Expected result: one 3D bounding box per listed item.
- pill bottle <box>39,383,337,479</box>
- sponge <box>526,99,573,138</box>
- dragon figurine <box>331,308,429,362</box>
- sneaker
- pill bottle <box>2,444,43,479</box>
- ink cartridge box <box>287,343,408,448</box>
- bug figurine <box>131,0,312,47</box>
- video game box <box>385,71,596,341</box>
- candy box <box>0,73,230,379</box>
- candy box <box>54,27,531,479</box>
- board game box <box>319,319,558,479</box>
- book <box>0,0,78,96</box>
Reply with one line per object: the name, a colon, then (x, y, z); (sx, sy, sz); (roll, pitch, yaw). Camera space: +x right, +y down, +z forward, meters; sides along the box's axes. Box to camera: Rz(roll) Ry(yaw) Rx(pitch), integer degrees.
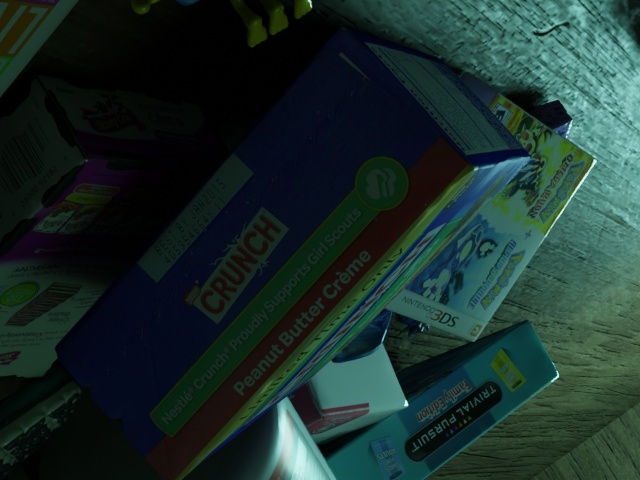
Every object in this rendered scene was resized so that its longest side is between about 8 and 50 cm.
pill bottle: (-0.075, 0.261, 1.182); (0.210, 0.210, 0.363); (-31, 135, -4)
sponge: (0.173, -0.051, 1.312); (0.117, 0.031, 0.210); (-28, 158, -12)
dragon figurine: (0.034, 0.058, 1.282); (0.289, 0.085, 0.144); (-17, 153, -37)
sneaker: (-0.307, 0.147, 0.976); (0.275, 0.110, 0.107); (-21, 166, -17)
pill bottle: (-0.339, 0.277, 1.155); (0.264, 0.153, 0.153); (-20, 155, -30)
ink cartridge box: (-0.049, 0.173, 1.357); (0.218, 0.092, 0.158); (-32, 161, 30)
bug figurine: (-0.010, -0.226, 0.639); (0.216, 0.072, 0.279); (-32, 155, -18)
video game box: (0.129, -0.021, 1.168); (0.187, 0.048, 0.205); (21, 104, -52)
candy box: (-0.184, 0.001, 0.884); (0.233, 0.071, 0.159); (-43, 157, 23)
candy box: (0.000, 0.000, 0.920); (0.268, 0.122, 0.317); (-46, 172, 14)
board game box: (0.070, 0.224, 1.519); (0.336, 0.079, 0.253); (-30, 179, -36)
book: (-0.172, -0.123, 0.698); (0.144, 0.035, 0.096); (-45, 159, 25)
